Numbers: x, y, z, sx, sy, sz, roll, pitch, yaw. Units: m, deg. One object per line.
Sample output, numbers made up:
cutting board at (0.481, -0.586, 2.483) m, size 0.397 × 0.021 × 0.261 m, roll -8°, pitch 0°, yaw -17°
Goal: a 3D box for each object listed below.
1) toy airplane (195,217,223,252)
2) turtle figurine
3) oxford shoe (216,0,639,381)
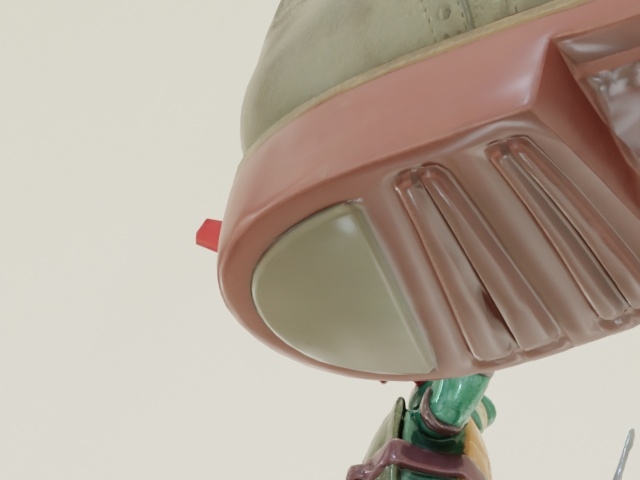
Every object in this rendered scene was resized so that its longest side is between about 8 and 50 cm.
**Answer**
toy airplane at (0.000, 0.000, 1.152) m, size 0.151 × 0.028 × 0.151 m, roll 15°, pitch -151°, yaw -9°
turtle figurine at (0.071, 0.120, 0.805) m, size 0.118 × 0.234 × 0.175 m, roll -15°, pitch 126°, yaw 20°
oxford shoe at (0.128, -0.080, 0.419) m, size 0.348 × 0.130 × 0.123 m, roll -17°, pitch 139°, yaw 19°
